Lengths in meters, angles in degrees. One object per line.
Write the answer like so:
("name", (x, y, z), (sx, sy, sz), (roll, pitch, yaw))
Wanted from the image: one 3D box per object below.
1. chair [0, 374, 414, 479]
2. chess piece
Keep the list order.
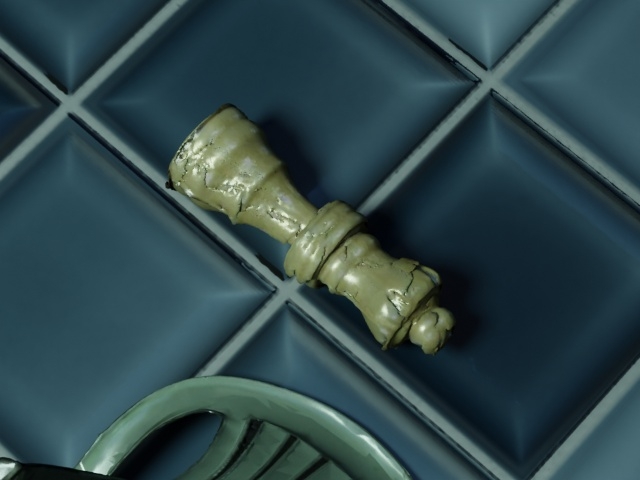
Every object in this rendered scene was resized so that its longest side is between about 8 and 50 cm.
("chair", (-0.068, 0.173, 0.887), (0.203, 0.275, 0.190), (35, 98, 13))
("chess piece", (0.000, 0.000, 1.018), (0.172, 0.060, 0.060), (39, 75, 15))
